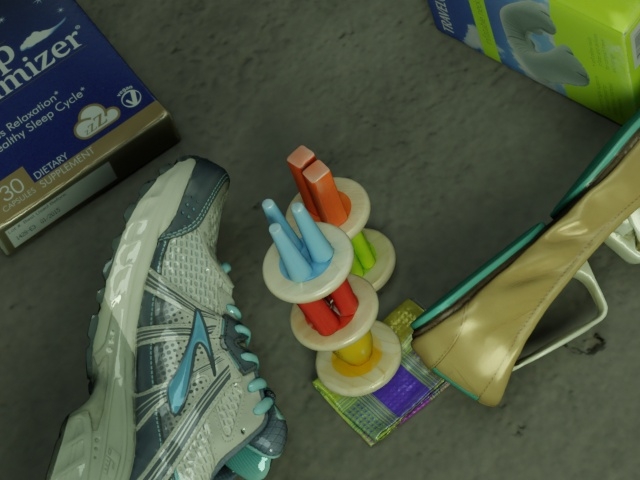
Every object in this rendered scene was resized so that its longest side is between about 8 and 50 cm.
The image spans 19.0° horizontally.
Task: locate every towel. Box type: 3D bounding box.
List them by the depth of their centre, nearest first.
[{"bbox_3d":[0.043,0.075,1.118,0.083,0.009,0.060,-40,60,-11],"label":"towel"}]

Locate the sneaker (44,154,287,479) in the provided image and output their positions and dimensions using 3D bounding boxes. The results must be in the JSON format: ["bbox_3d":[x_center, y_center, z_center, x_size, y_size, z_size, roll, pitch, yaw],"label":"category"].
[{"bbox_3d":[-0.076,0.086,1.104,0.122,0.110,0.283,12,65,0],"label":"sneaker"}]

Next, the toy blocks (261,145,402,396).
[{"bbox_3d":[0.000,0.000,1.083,0.054,0.148,0.123,-12,51,12],"label":"toy blocks"}]

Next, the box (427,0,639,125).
[{"bbox_3d":[0.126,-0.145,1.169,0.178,0.109,0.042,30,73,27],"label":"box"}]

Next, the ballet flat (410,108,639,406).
[{"bbox_3d":[0.151,0.005,1.107,0.232,0.080,0.073,-43,88,-12],"label":"ballet flat"}]

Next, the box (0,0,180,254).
[{"bbox_3d":[-0.209,-0.108,1.274,0.136,0.036,0.225,-35,57,-8],"label":"box"}]
